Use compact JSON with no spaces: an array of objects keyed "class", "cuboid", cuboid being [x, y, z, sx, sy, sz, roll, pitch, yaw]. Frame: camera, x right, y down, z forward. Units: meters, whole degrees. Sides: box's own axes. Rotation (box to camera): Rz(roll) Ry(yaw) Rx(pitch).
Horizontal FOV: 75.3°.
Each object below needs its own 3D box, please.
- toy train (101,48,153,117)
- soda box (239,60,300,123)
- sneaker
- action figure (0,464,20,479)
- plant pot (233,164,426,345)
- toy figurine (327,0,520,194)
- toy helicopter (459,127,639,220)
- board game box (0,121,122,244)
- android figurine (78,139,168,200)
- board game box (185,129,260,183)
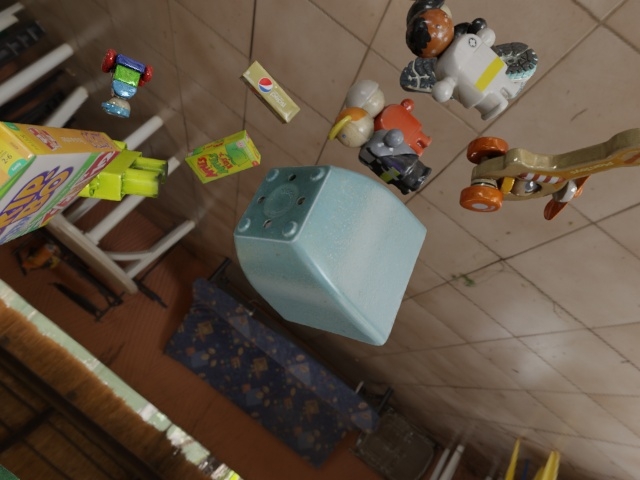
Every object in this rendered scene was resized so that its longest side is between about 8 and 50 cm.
[{"class":"toy train","cuboid":[-0.518,-0.385,1.069,0.105,0.143,0.248,15,-178,-34]},{"class":"soda box","cuboid":[-0.145,-0.422,1.197,0.181,0.058,0.061,43,175,-24]},{"class":"sneaker","cuboid":[0.320,-0.345,0.927,0.283,0.110,0.122,-1,155,9]},{"class":"action figure","cuboid":[-0.176,0.229,0.269,0.232,0.063,0.137,27,-165,0]},{"class":"plant pot","cuboid":[0.000,0.000,0.735,0.248,0.247,0.252,6,151,40]},{"class":"toy figurine","cuboid":[0.120,-0.188,0.526,0.148,0.209,0.213,40,124,-9]},{"class":"toy helicopter","cuboid":[0.461,-0.127,0.793,0.235,0.140,0.355,18,166,-24]},{"class":"board game box","cuboid":[-0.250,-0.042,0.347,0.039,0.124,0.259,46,180,-15]},{"class":"android figurine","cuboid":[-0.397,-0.125,0.675,0.273,0.056,0.248,9,-158,-14]},{"class":"board game box","cuboid":[-0.270,-0.230,1.155,0.181,0.043,0.092,-16,136,13]}]
